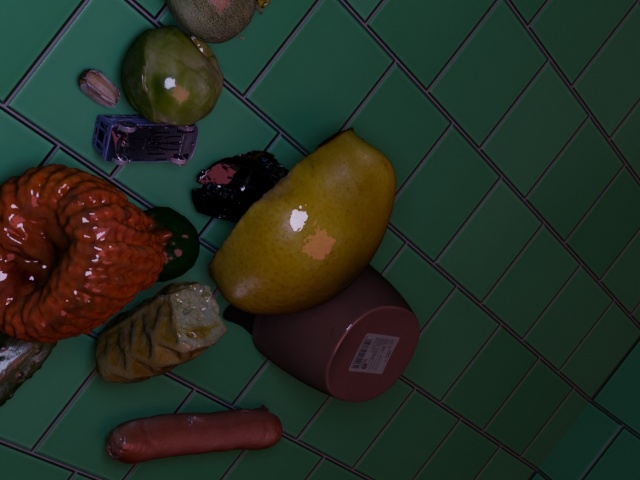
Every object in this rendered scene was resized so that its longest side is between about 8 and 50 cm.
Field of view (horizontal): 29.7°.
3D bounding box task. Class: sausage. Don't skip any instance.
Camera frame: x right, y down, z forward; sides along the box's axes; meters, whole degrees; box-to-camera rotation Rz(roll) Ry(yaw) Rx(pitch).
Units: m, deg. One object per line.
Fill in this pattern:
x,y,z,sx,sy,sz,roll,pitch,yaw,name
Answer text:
-0.247,0.386,2.410,0.419,0.094,0.094,2,101,-43,sausage

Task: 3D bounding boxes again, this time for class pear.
0.000,0.000,2.203,0.386,0.191,0.340,-46,165,7,pear

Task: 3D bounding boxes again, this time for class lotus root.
-0.355,-0.244,1.915,0.083,0.030,0.037,42,56,-52,lotus root

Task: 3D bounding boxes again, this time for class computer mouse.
-0.130,-0.089,2.192,0.242,0.077,0.146,2,114,-43,computer mouse

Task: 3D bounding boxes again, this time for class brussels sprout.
-0.239,-0.252,1.939,0.183,0.131,0.145,45,41,-45,brussels sprout

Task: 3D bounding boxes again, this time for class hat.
-0.377,0.004,1.970,0.285,0.285,0.400,-65,168,14,hat

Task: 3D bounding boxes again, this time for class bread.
-0.292,0.169,2.111,0.130,0.268,0.152,49,41,-14,bread

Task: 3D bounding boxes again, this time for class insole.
-0.143,0.160,2.409,0.153,0.002,0.053,27,99,-49,insole

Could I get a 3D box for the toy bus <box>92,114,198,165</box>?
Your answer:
-0.287,-0.172,1.993,0.167,0.076,0.073,-3,120,-39,toy bus

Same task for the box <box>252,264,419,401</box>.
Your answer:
0.041,0.177,2.429,0.301,0.216,0.301,-22,129,-29,box

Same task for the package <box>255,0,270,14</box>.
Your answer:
-0.085,-0.488,1.943,0.168,0.090,0.226,-36,134,-13,package

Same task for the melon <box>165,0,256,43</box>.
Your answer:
-0.174,-0.388,1.890,0.139,0.139,0.192,-41,121,-13,melon

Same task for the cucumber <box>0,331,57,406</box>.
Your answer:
-0.514,0.185,2.006,0.244,0.134,0.134,-39,137,-21,cucumber
